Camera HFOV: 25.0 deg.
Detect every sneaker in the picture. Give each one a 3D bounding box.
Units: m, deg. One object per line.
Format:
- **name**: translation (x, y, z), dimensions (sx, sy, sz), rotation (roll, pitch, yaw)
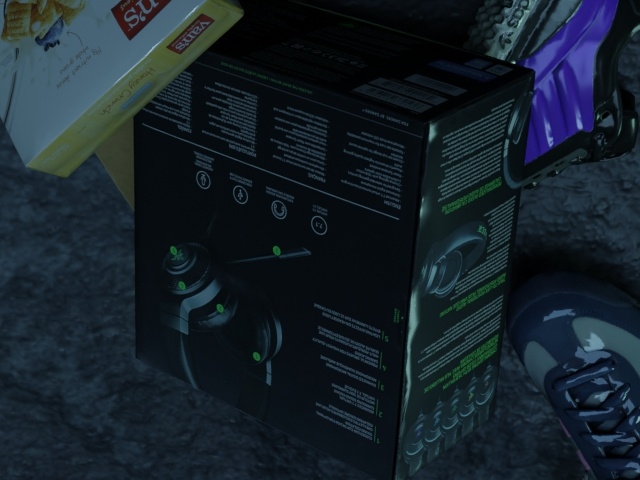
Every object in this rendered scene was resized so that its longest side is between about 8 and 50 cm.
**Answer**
- **sneaker**: translation (0.154, -0.081, 1.054), dimensions (0.146, 0.102, 0.293), rotation (24, 115, -10)
- **sneaker**: translation (0.254, 0.161, 1.130), dimensions (0.112, 0.131, 0.319), rotation (-31, 115, 28)

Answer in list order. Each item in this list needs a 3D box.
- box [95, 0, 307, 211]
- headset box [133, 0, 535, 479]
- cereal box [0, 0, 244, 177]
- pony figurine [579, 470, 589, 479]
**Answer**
- **box**: translation (-0.083, -0.108, 1.096), dimensions (0.201, 0.021, 0.164), rotation (-25, 113, 14)
- **headset box**: translation (0.000, 0.000, 0.997), dimensions (0.246, 0.131, 0.283), rotation (21, 121, 33)
- **cereal box**: translation (-0.172, -0.186, 0.962), dimensions (0.173, 0.240, 0.047), rotation (-40, 153, 19)
- **pony figurine**: translation (0.160, 0.395, 1.231), dimensions (0.363, 0.303, 0.351), rotation (-6, 149, 2)
